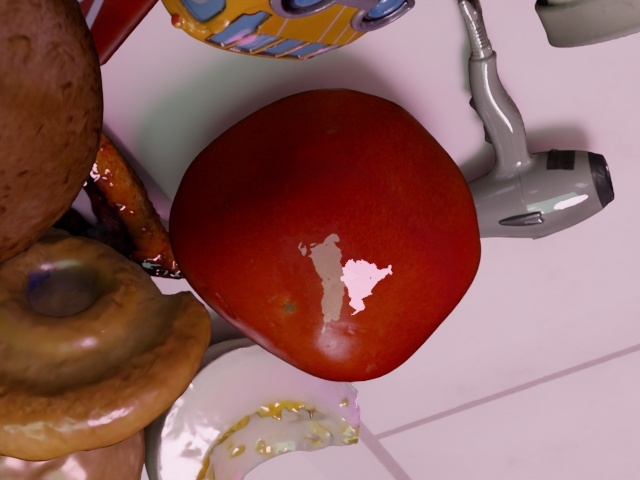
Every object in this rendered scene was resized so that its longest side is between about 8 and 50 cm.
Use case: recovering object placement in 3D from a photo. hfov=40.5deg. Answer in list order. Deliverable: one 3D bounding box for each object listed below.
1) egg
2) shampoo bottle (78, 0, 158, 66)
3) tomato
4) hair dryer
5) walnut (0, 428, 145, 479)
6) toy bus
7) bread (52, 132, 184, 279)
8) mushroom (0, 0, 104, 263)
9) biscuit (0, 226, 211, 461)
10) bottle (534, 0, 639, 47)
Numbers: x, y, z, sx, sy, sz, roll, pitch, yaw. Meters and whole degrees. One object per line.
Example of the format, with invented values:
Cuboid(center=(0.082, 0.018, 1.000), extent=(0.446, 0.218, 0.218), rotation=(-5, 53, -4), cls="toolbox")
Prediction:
Cuboid(center=(-0.112, 0.216, 1.072), extent=(0.271, 0.162, 0.206), rotation=(-37, 108, -19), cls="egg")
Cuboid(center=(-0.184, -0.236, 0.724), extent=(0.118, 0.076, 0.314), rotation=(33, 123, -29), cls="shampoo bottle")
Cuboid(center=(0.000, 0.000, 0.821), extent=(0.298, 0.226, 0.299), rotation=(10, 121, 17), cls="tomato")
Cuboid(center=(0.137, -0.088, 0.883), extent=(0.229, 0.092, 0.267), rotation=(-33, 111, 31), cls="hair dryer")
Cuboid(center=(-0.372, 0.232, 0.931), extent=(0.383, 0.384, 0.384), rotation=(-1, 131, -1), cls="walnut")
Cuboid(center=(-0.033, -0.211, 0.673), extent=(0.136, 0.126, 0.209), rotation=(-30, 170, 32), cls="toy bus")
Cuboid(center=(-0.230, -0.036, 0.896), extent=(0.139, 0.095, 0.269), rotation=(-8, 143, 26), cls="bread")
Cuboid(center=(-0.355, -0.127, 0.677), extent=(0.334, 0.356, 0.331), rotation=(3, 121, -34), cls="mushroom")
Cuboid(center=(-0.247, 0.084, 0.769), extent=(0.274, 0.213, 0.091), rotation=(23, 140, 9), cls="biscuit")
Cuboid(center=(0.224, -0.253, 0.641), extent=(0.351, 0.229, 0.229), rotation=(18, 129, -26), cls="bottle")
